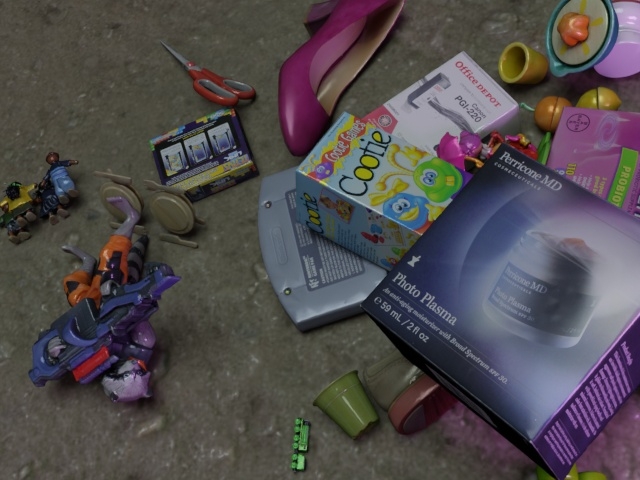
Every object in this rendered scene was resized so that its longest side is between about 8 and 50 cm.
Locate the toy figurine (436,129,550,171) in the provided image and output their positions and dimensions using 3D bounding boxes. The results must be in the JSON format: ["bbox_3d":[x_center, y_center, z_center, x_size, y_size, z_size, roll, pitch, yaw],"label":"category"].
[{"bbox_3d":[0.260,-0.129,1.462,0.159,0.130,0.173,20,49,7],"label":"toy figurine"}]

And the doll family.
[{"bbox_3d":[-0.525,-0.086,1.752,0.193,0.076,0.111,-26,53,-5],"label":"doll family"}]

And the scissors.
[{"bbox_3d":[-0.245,-0.324,1.796,0.297,0.021,0.109,34,37,29],"label":"scissors"}]

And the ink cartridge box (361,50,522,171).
[{"bbox_3d":[0.202,-0.190,1.578,0.218,0.092,0.158,-33,58,-6],"label":"ink cartridge box"}]

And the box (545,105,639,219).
[{"bbox_3d":[0.459,-0.072,1.406,0.243,0.117,0.213,11,65,27],"label":"box"}]

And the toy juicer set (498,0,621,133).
[{"bbox_3d":[0.421,-0.298,1.474,0.329,0.090,0.209,-41,53,43],"label":"toy juicer set"}]

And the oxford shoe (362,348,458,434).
[{"bbox_3d":[0.210,0.124,1.380,0.348,0.123,0.130,-38,56,-6],"label":"oxford shoe"}]

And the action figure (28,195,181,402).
[{"bbox_3d":[-0.310,0.101,1.524,0.341,0.179,0.330,-28,59,30],"label":"action figure"}]

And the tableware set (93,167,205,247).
[{"bbox_3d":[-0.297,-0.066,1.648,0.194,0.128,0.039,13,43,23],"label":"tableware set"}]

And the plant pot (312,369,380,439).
[{"bbox_3d":[0.044,0.247,1.392,0.083,0.083,0.079,-36,71,-5],"label":"plant pot"}]

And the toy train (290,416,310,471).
[{"bbox_3d":[-0.029,0.304,1.412,0.024,0.017,0.083,2,62,7],"label":"toy train"}]

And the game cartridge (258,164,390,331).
[{"bbox_3d":[0.000,0.000,1.555,0.196,0.060,0.294,-16,58,3],"label":"game cartridge"}]

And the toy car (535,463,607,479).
[{"bbox_3d":[0.278,0.390,1.231,0.188,0.149,0.155,-28,48,34],"label":"toy car"}]

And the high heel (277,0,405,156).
[{"bbox_3d":[0.038,-0.309,1.667,0.181,0.127,0.377,-6,56,26],"label":"high heel"}]

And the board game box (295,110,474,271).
[{"bbox_3d":[0.114,-0.053,1.446,0.275,0.144,0.142,28,61,16],"label":"board game box"}]

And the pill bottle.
[{"bbox_3d":[0.493,-0.385,1.584,0.121,0.121,0.216,-5,61,14],"label":"pill bottle"}]

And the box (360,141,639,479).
[{"bbox_3d":[0.266,0.082,1.197,0.294,0.182,0.296,-48,53,-7],"label":"box"}]

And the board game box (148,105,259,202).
[{"bbox_3d":[-0.210,-0.150,1.705,0.170,0.048,0.141,-22,60,3],"label":"board game box"}]
